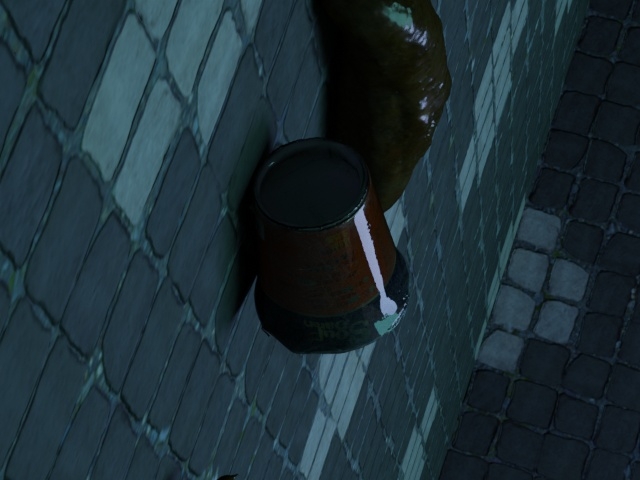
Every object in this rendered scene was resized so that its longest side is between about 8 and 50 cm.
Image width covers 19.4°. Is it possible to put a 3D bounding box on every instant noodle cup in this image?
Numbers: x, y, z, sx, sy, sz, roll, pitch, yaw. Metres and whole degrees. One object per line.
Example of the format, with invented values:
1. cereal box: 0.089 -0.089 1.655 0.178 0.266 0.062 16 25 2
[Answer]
1. instant noodle cup: 0.000 -0.002 1.397 0.135 0.127 0.127 78 29 -52

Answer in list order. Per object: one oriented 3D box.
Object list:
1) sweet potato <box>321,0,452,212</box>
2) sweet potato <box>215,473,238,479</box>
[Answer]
1. sweet potato: 0.054 -0.130 1.533 0.114 0.092 0.341 -43 158 -19
2. sweet potato: -0.117 0.286 1.337 0.067 0.067 0.273 78 34 -69
